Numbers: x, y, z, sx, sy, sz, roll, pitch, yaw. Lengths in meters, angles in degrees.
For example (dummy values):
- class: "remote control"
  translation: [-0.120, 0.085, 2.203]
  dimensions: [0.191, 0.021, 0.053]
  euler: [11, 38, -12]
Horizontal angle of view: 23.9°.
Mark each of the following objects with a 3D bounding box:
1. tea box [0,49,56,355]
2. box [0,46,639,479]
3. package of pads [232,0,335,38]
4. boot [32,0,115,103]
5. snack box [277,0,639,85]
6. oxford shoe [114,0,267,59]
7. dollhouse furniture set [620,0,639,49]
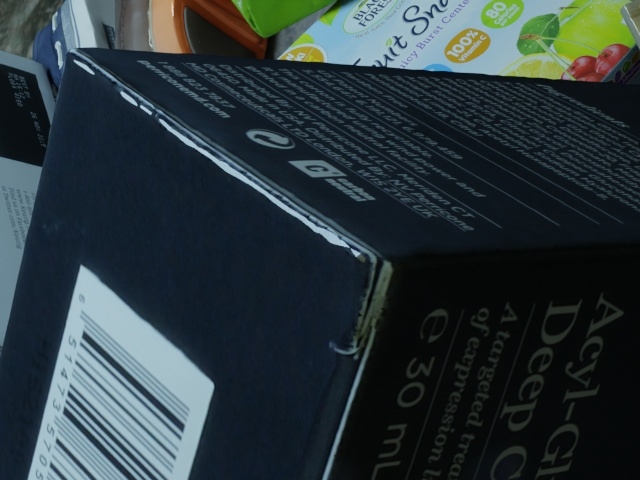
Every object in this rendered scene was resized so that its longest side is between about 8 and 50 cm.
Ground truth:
- class: "tea box"
  translation: [-0.358, 0.048, 1.225]
  dimensions: [0.323, 0.220, 0.329]
  euler: [-45, 50, 31]
- class: "box"
  translation: [0.065, 0.088, 0.714]
  dimensions: [0.212, 0.395, 0.294]
  euler: [35, 117, 42]
- class: "package of pads"
  translation: [0.051, -0.295, 1.044]
  dimensions: [0.296, 0.101, 0.229]
  euler: [-27, 39, 11]
- class: "boot"
  translation: [-0.200, -0.134, 1.301]
  dimensions: [0.086, 0.069, 0.190]
  euler: [-41, 43, 30]
- class: "snack box"
  translation: [0.092, -0.105, 0.982]
  dimensions: [0.207, 0.070, 0.174]
  euler: [31, 71, 38]
- class: "oxford shoe"
  translation: [-0.117, -0.282, 1.245]
  dimensions: [0.132, 0.130, 0.364]
  euler: [-14, 63, 45]
- class: "dollhouse furniture set"
  translation: [0.271, -0.116, 0.824]
  dimensions: [0.101, 0.182, 0.161]
  euler: [-19, 75, -16]
